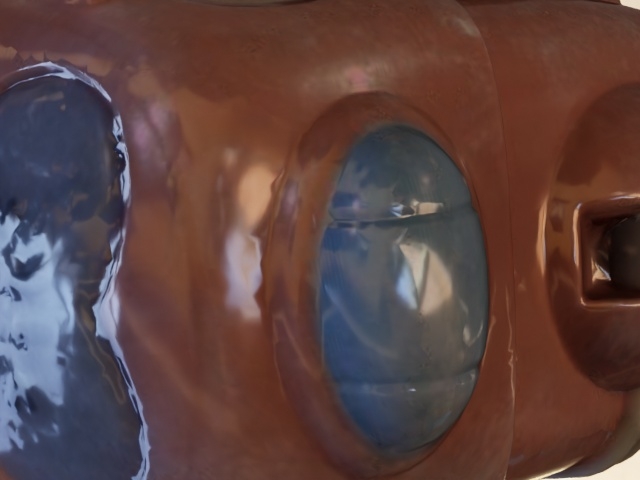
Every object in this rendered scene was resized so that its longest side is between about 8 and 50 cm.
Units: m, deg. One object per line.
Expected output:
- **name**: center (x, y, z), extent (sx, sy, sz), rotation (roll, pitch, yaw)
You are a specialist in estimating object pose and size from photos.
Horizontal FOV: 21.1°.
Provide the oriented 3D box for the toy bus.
- **toy bus**: center (0.000, 0.000, 0.528), extent (0.294, 0.197, 0.232), rotation (-7, -172, -39)
